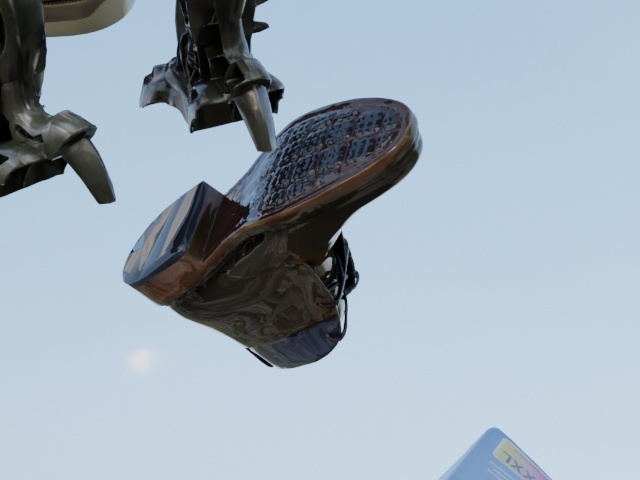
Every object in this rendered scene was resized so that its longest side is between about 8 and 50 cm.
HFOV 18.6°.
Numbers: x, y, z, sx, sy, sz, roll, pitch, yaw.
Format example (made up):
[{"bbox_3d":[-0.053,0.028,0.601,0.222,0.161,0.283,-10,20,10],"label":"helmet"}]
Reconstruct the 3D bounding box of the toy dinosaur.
[{"bbox_3d":[-0.104,-0.135,0.742,0.164,0.218,0.322,-11,19,-9],"label":"toy dinosaur"}]

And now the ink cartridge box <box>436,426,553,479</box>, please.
[{"bbox_3d":[0.040,0.289,1.193,0.270,0.151,0.395,-49,-5,14],"label":"ink cartridge box"}]

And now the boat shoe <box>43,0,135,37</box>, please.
[{"bbox_3d":[-0.265,-0.182,1.169,0.302,0.113,0.103,-5,-49,-1],"label":"boat shoe"}]

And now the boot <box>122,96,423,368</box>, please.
[{"bbox_3d":[0.000,0.000,1.043,0.106,0.082,0.219,40,-41,-24],"label":"boot"}]
